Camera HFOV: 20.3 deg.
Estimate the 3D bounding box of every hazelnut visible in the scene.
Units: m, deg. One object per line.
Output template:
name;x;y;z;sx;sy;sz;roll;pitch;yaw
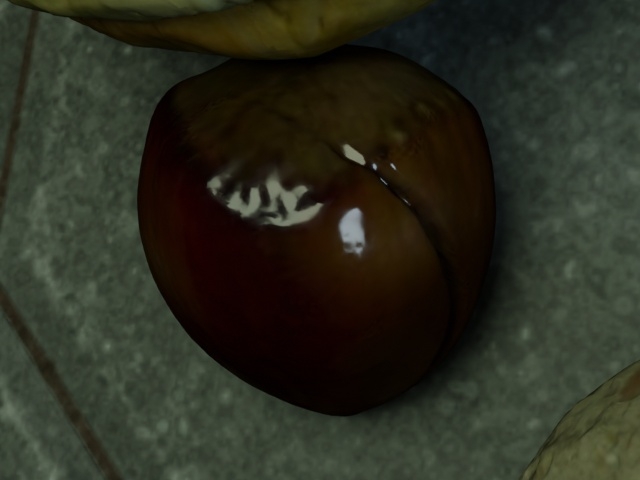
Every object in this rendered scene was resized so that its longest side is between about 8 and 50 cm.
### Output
hazelnut;0.000;0.000;0.952;0.208;0.208;0.208;-8;71;25

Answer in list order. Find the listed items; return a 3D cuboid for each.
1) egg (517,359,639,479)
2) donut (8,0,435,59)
egg;0.192;0.132;0.793;0.233;0.195;0.195;-27;64;20
donut;-0.008;-0.278;0.963;0.449;0.198;0.449;-20;40;18
